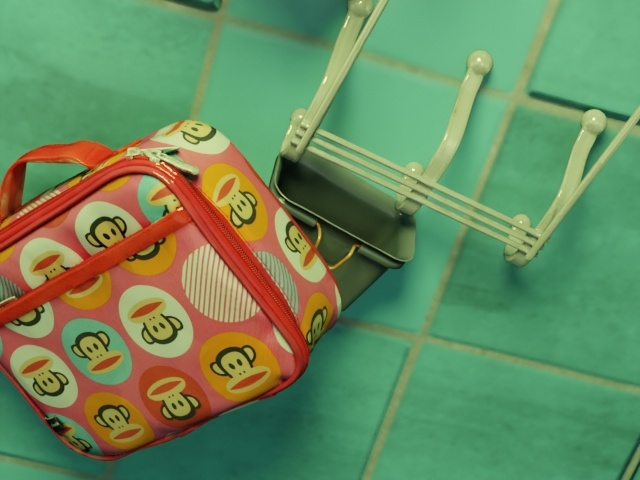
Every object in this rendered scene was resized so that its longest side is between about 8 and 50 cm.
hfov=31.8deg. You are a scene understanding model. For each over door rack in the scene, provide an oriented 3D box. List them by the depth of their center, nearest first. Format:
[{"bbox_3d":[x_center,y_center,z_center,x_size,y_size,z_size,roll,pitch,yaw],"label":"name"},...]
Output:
[{"bbox_3d":[0.140,-0.138,0.849,0.240,0.108,0.324,24,136,-11],"label":"over door rack"}]

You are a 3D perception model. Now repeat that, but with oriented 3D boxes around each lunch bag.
[{"bbox_3d":[-0.156,0.032,0.914,0.293,0.120,0.258,-27,106,33],"label":"lunch bag"}]

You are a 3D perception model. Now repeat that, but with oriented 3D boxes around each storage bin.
[{"bbox_3d":[0.000,0.000,0.951,0.135,0.098,0.091,28,125,-14],"label":"storage bin"}]
